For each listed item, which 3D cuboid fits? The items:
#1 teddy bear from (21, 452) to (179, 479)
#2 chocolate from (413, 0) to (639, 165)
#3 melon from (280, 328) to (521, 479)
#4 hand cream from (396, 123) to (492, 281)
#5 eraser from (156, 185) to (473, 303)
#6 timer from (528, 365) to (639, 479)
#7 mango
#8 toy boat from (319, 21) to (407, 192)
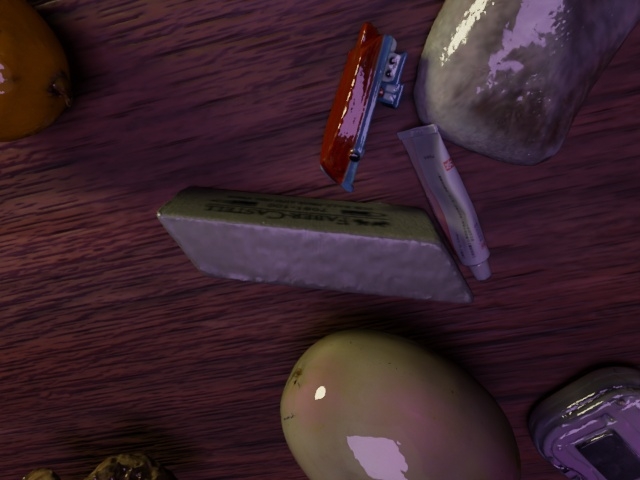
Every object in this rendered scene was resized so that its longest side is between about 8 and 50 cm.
[{"bbox_3d":[-0.370,0.433,0.710,0.246,0.222,0.296,44,152,-21],"label":"teddy bear"},{"bbox_3d":[0.219,-0.222,0.417,0.185,0.100,0.303,18,116,-8],"label":"chocolate"},{"bbox_3d":[0.102,0.243,0.550,0.317,0.223,0.223,33,111,-11],"label":"melon"},{"bbox_3d":[0.156,-0.039,0.524,0.052,0.038,0.216,-16,115,33],"label":"hand cream"},{"bbox_3d":[0.000,-0.001,0.511,0.352,0.111,0.077,6,111,1],"label":"eraser"},{"bbox_3d":[0.429,0.288,0.637,0.208,0.069,0.191,40,112,-14],"label":"timer"},{"bbox_3d":[-0.395,-0.207,0.446,0.317,0.119,0.176,30,114,0],"label":"mango"},{"bbox_3d":[0.045,-0.137,0.473,0.059,0.069,0.173,13,108,-17],"label":"toy boat"}]
